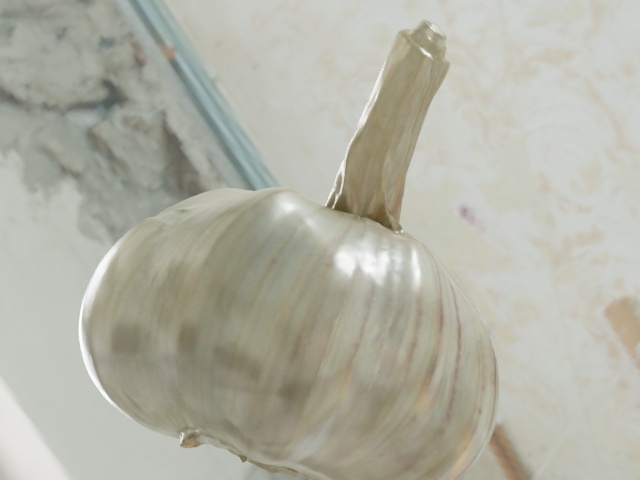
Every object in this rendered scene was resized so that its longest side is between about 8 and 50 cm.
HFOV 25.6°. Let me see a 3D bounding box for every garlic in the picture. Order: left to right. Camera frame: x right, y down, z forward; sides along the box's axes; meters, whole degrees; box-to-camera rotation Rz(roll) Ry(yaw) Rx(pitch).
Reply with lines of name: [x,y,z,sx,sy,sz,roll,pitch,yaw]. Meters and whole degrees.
garlic: [0.000,0.000,0.657,0.199,0.226,0.199,19,-4,1]
